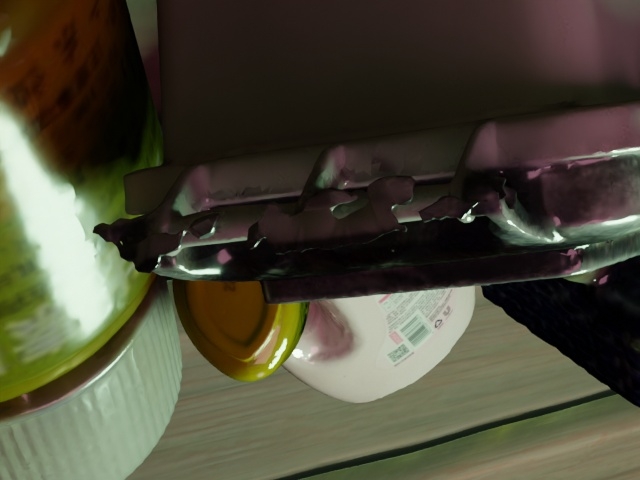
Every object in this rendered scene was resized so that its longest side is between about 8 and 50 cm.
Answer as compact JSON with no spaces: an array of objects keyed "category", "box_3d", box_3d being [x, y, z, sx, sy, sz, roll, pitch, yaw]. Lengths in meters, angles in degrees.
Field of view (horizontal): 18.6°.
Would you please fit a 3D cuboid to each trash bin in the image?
[{"category":"trash bin","box_3d":[0.038,-0.163,0.870,0.296,0.256,0.367,-12,96,-60]}]

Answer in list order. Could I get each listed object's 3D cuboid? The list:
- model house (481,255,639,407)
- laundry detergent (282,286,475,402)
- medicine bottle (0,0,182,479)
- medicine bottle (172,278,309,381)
[{"category":"model house","box_3d":[0.249,-0.048,1.339,0.284,0.243,0.298,-1,122,-56]},{"category":"laundry detergent","box_3d":[0.000,0.000,1.314,0.159,0.088,0.335,-41,146,0]},{"category":"medicine bottle","box_3d":[-0.188,-0.031,0.956,0.224,0.224,0.384,-32,147,-16]},{"category":"medicine bottle","box_3d":[-0.037,0.024,1.091,0.064,0.095,0.260,-14,180,3]}]
